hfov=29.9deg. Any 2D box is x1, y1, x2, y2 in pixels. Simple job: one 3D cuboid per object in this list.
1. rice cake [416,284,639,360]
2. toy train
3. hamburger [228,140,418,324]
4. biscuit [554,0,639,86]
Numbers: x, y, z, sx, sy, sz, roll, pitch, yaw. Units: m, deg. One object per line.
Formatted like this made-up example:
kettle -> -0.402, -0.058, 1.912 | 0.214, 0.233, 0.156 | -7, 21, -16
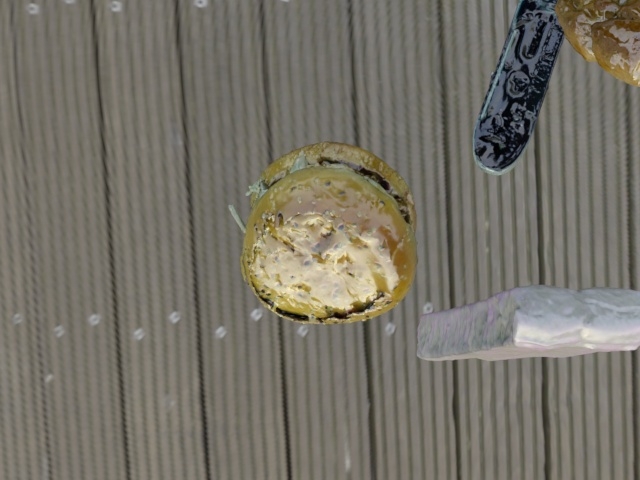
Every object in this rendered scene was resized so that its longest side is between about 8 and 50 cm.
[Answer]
rice cake -> 0.164, 0.071, 0.985 | 0.106, 0.298, 0.050 | 1, 82, -9
toy train -> 0.181, -0.155, 1.048 | 0.052, 0.051, 0.233 | 18, 73, 8
hamburger -> 0.000, 0.000, 1.132 | 0.186, 0.113, 0.177 | 14, 133, -1
biscuit -> 0.266, -0.186, 0.817 | 0.226, 0.226, 0.042 | -18, 137, 11
